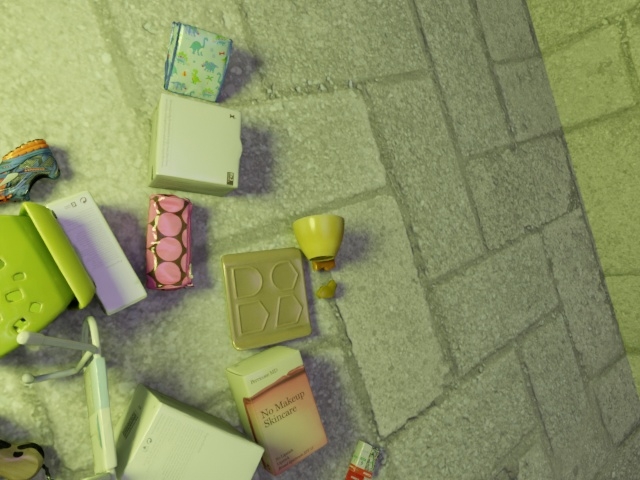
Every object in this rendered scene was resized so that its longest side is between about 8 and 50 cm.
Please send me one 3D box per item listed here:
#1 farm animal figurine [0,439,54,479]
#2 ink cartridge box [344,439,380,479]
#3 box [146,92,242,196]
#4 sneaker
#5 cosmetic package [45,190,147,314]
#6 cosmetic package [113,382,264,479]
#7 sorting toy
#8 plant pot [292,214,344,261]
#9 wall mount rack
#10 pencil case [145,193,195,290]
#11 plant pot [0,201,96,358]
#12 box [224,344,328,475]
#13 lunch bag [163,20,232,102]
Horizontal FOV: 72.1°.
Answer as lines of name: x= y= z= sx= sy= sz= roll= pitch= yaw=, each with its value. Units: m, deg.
farm animal figurine: x=-0.610 y=0.330 z=0.669 sx=0.326 sy=0.330 sz=0.172 roll=20 pitch=75 yaw=2
ink cartridge box: x=0.111 y=0.601 z=1.170 sx=0.062 sy=0.029 sz=0.115 roll=35 pitch=67 yaw=-23
box: x=-0.281 y=-0.205 z=0.985 sx=0.181 sy=0.119 sz=0.181 roll=6 pitch=80 yaw=-30
sneaker: x=-0.587 y=-0.100 z=0.814 sx=0.221 sy=0.083 sz=0.087 roll=-44 pitch=114 yaw=-24
cosmetic package: x=-0.440 y=0.029 z=0.863 sx=0.085 sy=0.117 sz=0.231 roll=-29 pitch=98 yaw=-30
cosmetic package: x=-0.268 y=0.401 z=0.854 sx=0.224 sy=0.224 sz=0.138 roll=34 pitch=68 yaw=-23
sorting toy: x=-0.091 y=0.133 z=1.108 sx=0.307 sy=0.041 sz=0.229 roll=-6 pitch=82 yaw=-32
plant pot: x=0.000 y=0.000 z=1.110 sx=0.134 sy=0.134 sz=0.095 roll=3 pitch=73 yaw=-31
wall mount rack: x=-0.392 y=0.278 z=0.681 sx=0.130 sy=0.304 sz=0.350 roll=-3 pitch=66 yaw=-37
pencil case: x=-0.322 y=0.003 z=0.952 sx=0.098 sy=0.095 sz=0.210 roll=-2 pitch=86 yaw=4
plant pot: x=-0.532 y=0.067 z=0.745 sx=0.207 sy=0.228 sz=0.227 roll=-31 pitch=100 yaw=-36
box: x=-0.102 y=0.381 z=1.014 sx=0.148 sy=0.126 sz=0.233 roll=-20 pitch=94 yaw=-31
lunch bag: x=-0.288 y=-0.411 z=1.024 sx=0.128 sy=0.096 sz=0.151 roll=5 pitch=110 yaw=-30
